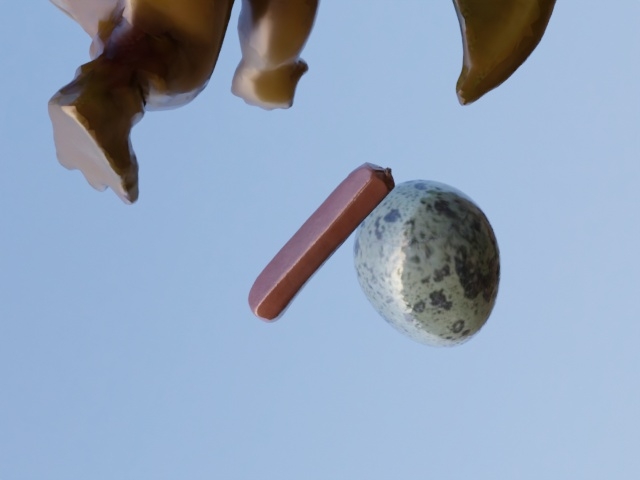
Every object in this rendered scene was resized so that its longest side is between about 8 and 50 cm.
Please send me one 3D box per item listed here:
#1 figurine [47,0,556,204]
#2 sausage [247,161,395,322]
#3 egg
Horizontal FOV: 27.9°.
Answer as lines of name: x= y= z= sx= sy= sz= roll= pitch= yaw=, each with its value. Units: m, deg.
figurine: x=-0.028 y=-0.217 z=0.648 sx=0.387 sy=0.401 sz=0.268 roll=-52 pitch=-17 yaw=-26
sausage: x=0.000 y=0.000 z=0.924 sx=0.147 sy=0.035 sz=0.030 roll=-49 pitch=-33 yaw=12
egg: x=0.101 y=0.025 z=1.178 sx=0.132 sy=0.132 sz=0.172 roll=-48 pitch=-51 yaw=-33
